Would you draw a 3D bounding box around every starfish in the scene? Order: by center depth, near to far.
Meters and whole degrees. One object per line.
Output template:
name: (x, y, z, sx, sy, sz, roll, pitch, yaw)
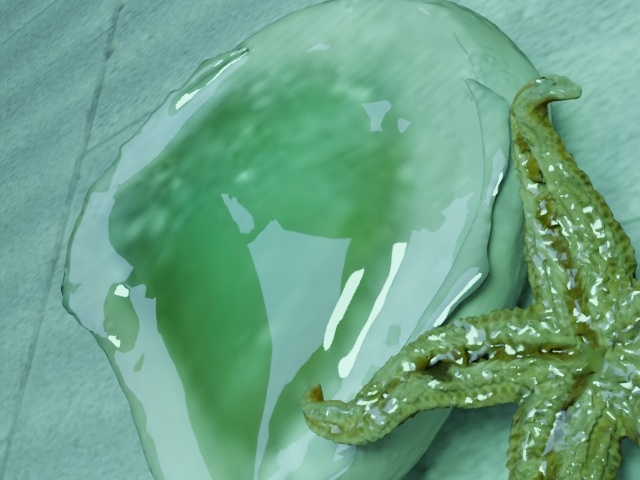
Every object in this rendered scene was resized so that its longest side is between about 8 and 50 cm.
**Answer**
starfish: (0.161, 0.064, 0.694, 0.375, 0.094, 0.327, -21, 69, 16)

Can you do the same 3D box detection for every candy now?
candy: (0.000, 0.000, 0.917, 0.427, 0.186, 0.386, -50, 53, 7)
